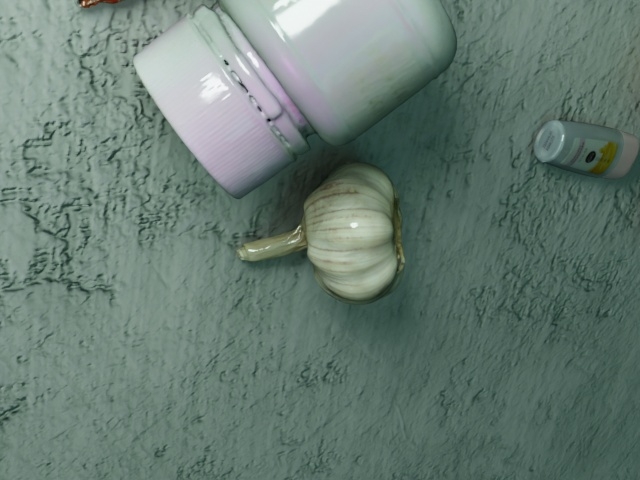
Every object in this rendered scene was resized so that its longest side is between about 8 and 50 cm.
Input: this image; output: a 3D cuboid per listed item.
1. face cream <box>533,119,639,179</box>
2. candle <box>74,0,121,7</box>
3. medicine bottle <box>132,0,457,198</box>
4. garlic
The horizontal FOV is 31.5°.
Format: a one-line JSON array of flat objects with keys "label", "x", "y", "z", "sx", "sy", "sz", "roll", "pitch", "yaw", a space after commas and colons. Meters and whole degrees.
[{"label": "face cream", "x": 0.419, "y": -0.142, "z": 1.779, "sx": 0.198, "sy": 0.057, "sz": 0.084, "roll": 6, "pitch": 118, "yaw": -39}, {"label": "candle", "x": -0.190, "y": -0.288, "z": 1.218, "sx": 0.162, "sy": 0.048, "sz": 0.053, "roll": -32, "pitch": 105, "yaw": -12}, {"label": "medicine bottle", "x": -0.030, "y": -0.211, "z": 1.256, "sx": 0.302, "sy": 0.241, "sz": 0.241, "roll": -37, "pitch": 136, "yaw": 3}, {"label": "garlic", "x": 0.000, "y": 0.000, "z": 1.527, "sx": 0.226, "sy": 0.199, "sz": 0.199, "roll": -9, "pitch": 134, "yaw": 9}]
